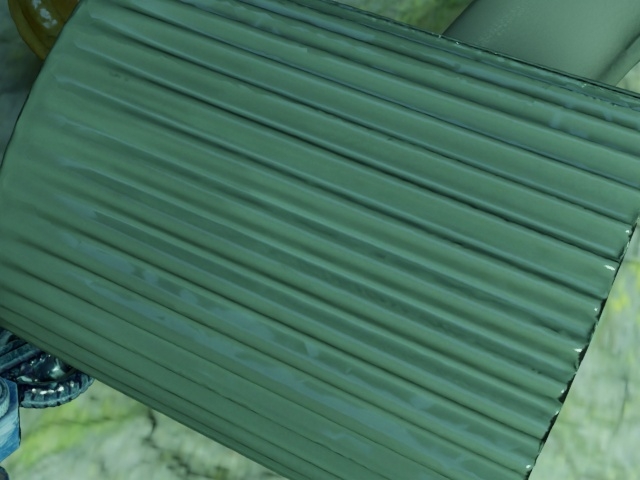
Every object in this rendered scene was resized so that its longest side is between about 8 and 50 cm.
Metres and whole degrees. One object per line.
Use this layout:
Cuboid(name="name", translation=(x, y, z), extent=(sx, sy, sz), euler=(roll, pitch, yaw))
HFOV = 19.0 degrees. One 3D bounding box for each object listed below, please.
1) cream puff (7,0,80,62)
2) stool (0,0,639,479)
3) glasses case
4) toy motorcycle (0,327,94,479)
Cuboid(name="cream puff", translation=(-0.129, -0.180, 1.334), extent=(0.189, 0.129, 0.189), euler=(2, 65, -5))
Cuboid(name="stool", translation=(0.000, 0.000, 1.122), extent=(0.330, 0.297, 0.297), euler=(22, 57, 6))
Cuboid(name="glasses case", translation=(0.146, -0.117, 1.352), extent=(0.128, 0.083, 0.308), euler=(37, 60, 10))
Cuboid(name="toy motorcycle", translation=(-0.249, 0.102, 1.157), extent=(0.135, 0.092, 0.254), euler=(32, 49, 25))
